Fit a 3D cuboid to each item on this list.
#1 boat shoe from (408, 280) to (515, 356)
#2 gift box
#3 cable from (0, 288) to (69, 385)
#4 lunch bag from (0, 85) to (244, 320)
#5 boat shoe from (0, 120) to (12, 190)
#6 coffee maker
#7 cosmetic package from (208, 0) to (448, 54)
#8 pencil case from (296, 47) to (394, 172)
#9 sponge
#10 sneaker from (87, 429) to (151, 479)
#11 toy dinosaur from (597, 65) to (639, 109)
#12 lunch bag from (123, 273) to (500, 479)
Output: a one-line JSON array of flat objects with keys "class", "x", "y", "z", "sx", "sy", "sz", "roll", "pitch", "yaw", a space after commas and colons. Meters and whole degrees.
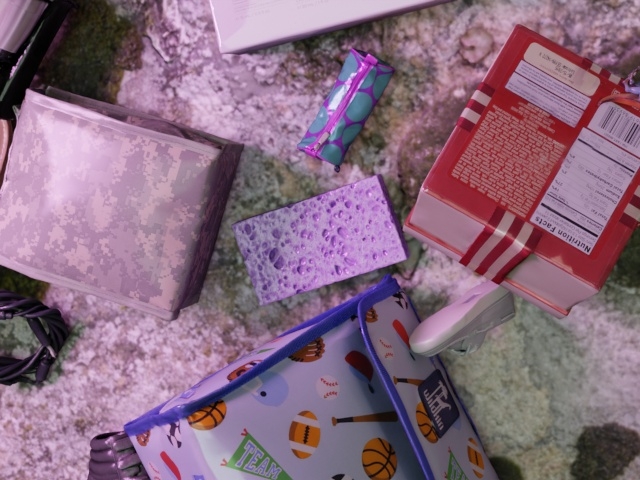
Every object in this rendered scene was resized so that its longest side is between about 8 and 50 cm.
[{"class": "boat shoe", "x": 0.179, "y": 0.107, "z": 1.406, "sx": 0.066, "sy": 0.184, "sz": 0.063, "roll": -14, "pitch": 102, "yaw": 42}, {"class": "gift box", "x": 0.267, "y": -0.079, "z": 1.320, "sx": 0.255, "sy": 0.258, "sz": 0.276, "roll": 35, "pitch": 80, "yaw": 6}, {"class": "cable", "x": -0.439, "y": 0.132, "z": 1.552, "sx": 0.184, "sy": 0.047, "sz": 0.151, "roll": 23, "pitch": 119, "yaw": -29}, {"class": "lunch bag", "x": -0.275, "y": -0.053, "z": 1.479, "sx": 0.286, "sy": 0.169, "sz": 0.235, "roll": 17, "pitch": 100, "yaw": 5}, {"class": "boat shoe", "x": -0.488, "y": -0.036, "z": 1.499, "sx": 0.121, "sy": 0.110, "sz": 0.341, "roll": 24, "pitch": 74, "yaw": -24}, {"class": "coffee maker", "x": -0.398, "y": -0.248, "z": 1.464, "sx": 0.120, "sy": 0.171, "sz": 0.178, "roll": 36, "pitch": 101, "yaw": 32}, {"class": "cosmetic package", "x": 0.030, "y": -0.410, "z": 1.407, "sx": 0.377, "sy": 0.097, "sz": 0.285, "roll": -11, "pitch": 96, "yaw": 13}, {"class": "pencil case", "x": 0.032, "y": -0.167, "z": 1.449, "sx": 0.064, "sy": 0.070, "sz": 0.152, "roll": 31, "pitch": 101, "yaw": 7}, {"class": "sponge", "x": 0.000, "y": 0.000, "z": 1.496, "sx": 0.210, "sy": 0.031, "sz": 0.117, "roll": -18, "pitch": 93, "yaw": 14}, {"class": "sneaker", "x": -0.216, "y": 0.325, "z": 1.500, "sx": 0.295, "sy": 0.104, "sz": 0.147, "roll": 5, "pitch": 97, "yaw": 43}, {"class": "toy dinosaur", "x": 0.352, "y": -0.145, "z": 1.193, "sx": 0.090, "sy": 0.047, "sz": 0.082, "roll": -41, "pitch": 91, "yaw": 26}, {"class": "lunch bag", "x": 0.023, "y": 0.256, "z": 1.375, "sx": 0.239, "sy": 0.385, "sz": 0.328, "roll": -25, "pitch": 91, "yaw": 57}]
